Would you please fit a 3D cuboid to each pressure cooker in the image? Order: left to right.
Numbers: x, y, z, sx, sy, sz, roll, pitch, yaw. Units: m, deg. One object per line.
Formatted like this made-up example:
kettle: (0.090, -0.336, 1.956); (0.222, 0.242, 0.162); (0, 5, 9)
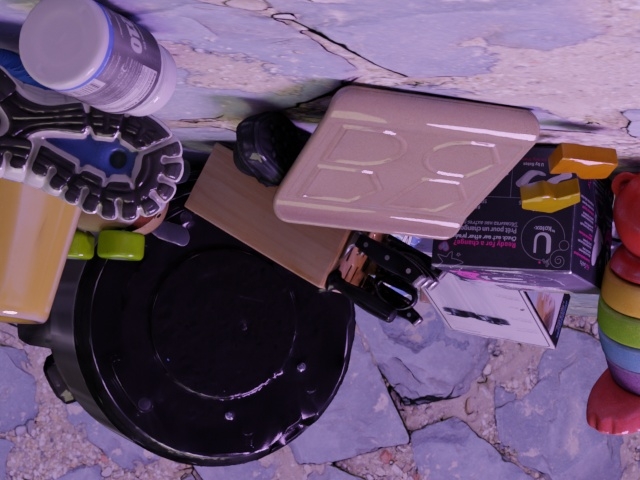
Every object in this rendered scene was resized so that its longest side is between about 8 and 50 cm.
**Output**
pressure cooker: (-0.181, 0.105, 2.076); (0.370, 0.375, 0.420); (48, 167, -10)

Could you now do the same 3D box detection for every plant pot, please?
plant pot: (-0.353, -0.040, 1.610); (0.254, 0.239, 0.254); (6, 173, 1)

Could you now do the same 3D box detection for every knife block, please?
knife block: (0.000, 0.000, 1.764); (0.275, 0.088, 0.242); (26, -175, -17)

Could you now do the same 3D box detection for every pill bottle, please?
pill bottle: (-0.174, -0.146, 1.254); (0.078, 0.078, 0.137); (2, 173, 22)

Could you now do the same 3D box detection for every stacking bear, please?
stacking bear: (0.386, 0.056, 1.748); (0.175, 0.289, 0.164); (0, -154, 15)

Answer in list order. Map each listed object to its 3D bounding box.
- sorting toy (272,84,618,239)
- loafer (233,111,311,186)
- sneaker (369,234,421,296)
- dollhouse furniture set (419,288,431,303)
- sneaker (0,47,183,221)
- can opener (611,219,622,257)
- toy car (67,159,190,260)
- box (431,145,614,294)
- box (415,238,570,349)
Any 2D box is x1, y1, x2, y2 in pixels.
sorting toy: (0.125, -0.074, 1.567); (0.307, 0.041, 0.229); (6, 151, -16)
loafer: (-0.057, -0.090, 1.651); (0.078, 0.076, 0.223); (-4, 175, 12)
sneaker: (0.097, -0.003, 1.953); (0.081, 0.080, 0.211); (-6, 136, 9)
dollhouse furniture set: (0.197, 0.027, 2.267); (0.151, 0.123, 0.144); (-1, 171, 42)
sneaker: (-0.288, -0.110, 1.376); (0.330, 0.130, 0.147); (22, -174, -16)
can opener: (0.340, -0.022, 2.095); (0.186, 0.073, 0.059); (10, -150, -11)
toy car: (-0.206, -0.050, 1.788); (0.149, 0.155, 0.188); (0, 174, 35)
box: (0.234, -0.018, 1.772); (0.163, 0.142, 0.247); (2, 173, 19)
box: (0.224, 0.044, 2.122); (0.169, 0.087, 0.290); (9, 158, 26)
